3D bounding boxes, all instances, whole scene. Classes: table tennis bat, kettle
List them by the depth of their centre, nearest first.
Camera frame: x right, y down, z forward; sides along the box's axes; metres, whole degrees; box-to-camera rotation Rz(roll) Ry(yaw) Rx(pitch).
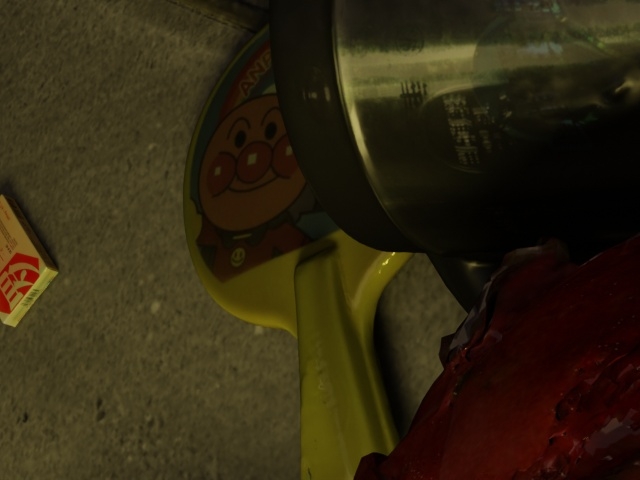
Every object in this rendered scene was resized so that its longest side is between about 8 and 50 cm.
[{"bbox_3d":[0.174,-0.066,0.664,0.324,0.228,0.321,-1,100,34],"label":"kettle"},{"bbox_3d":[0.000,0.000,0.858,0.224,0.054,0.369,-25,57,31],"label":"table tennis bat"}]

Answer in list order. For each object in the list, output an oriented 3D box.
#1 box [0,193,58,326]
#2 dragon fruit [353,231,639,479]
[{"bbox_3d":[-0.238,0.014,1.057,0.058,0.015,0.093,-51,51,14],"label":"box"},{"bbox_3d":[0.147,0.146,0.530,0.295,0.295,0.302,20,97,40],"label":"dragon fruit"}]
